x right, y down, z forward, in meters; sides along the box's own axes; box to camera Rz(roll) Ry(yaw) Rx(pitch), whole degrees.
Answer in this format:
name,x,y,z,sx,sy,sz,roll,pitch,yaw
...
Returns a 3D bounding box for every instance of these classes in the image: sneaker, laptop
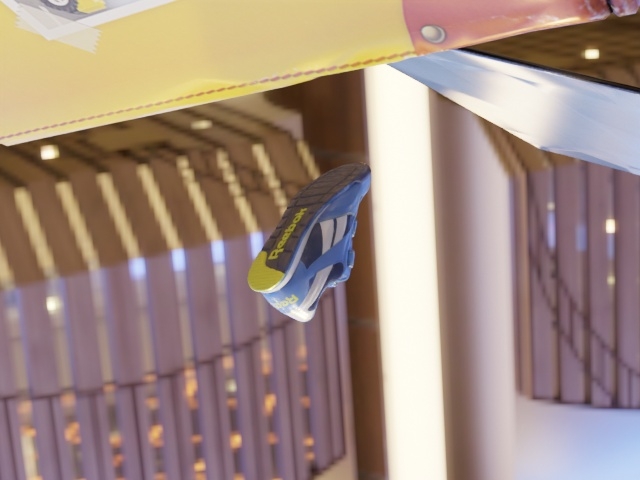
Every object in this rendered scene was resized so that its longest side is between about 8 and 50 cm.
name,x,y,z,sx,sy,sz,roll,pitch,yaw
sneaker,0.000,0.000,1.161,0.053,0.059,0.144,-3,-135,50
laptop,0.212,0.055,0.851,0.236,0.408,0.382,-21,162,26

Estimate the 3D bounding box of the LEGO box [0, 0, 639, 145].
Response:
name,x,y,z,sx,sy,sz,roll,pitch,yaw
LEGO box,-0.169,-0.246,0.419,0.372,0.500,0.193,-8,-125,34
